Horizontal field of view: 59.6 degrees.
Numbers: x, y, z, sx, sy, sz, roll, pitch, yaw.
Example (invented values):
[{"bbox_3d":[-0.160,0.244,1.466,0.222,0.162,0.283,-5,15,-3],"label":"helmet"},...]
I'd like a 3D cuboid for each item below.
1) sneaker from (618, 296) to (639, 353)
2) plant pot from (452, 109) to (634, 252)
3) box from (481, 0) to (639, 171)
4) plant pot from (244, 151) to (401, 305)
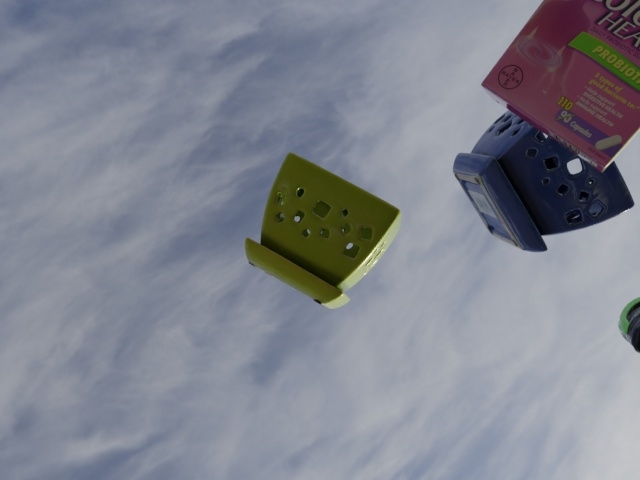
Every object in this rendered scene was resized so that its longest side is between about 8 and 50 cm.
[{"bbox_3d":[0.891,0.240,1.166,0.202,0.484,0.185,-24,-66,-58],"label":"sneaker"},{"bbox_3d":[0.400,-0.119,1.069,0.212,0.236,0.235,-34,-79,3],"label":"plant pot"},{"bbox_3d":[0.399,-0.258,0.801,0.214,0.117,0.243,42,-72,17],"label":"box"},{"bbox_3d":[0.000,0.000,1.033,0.227,0.228,0.207,30,-96,10],"label":"plant pot"}]
